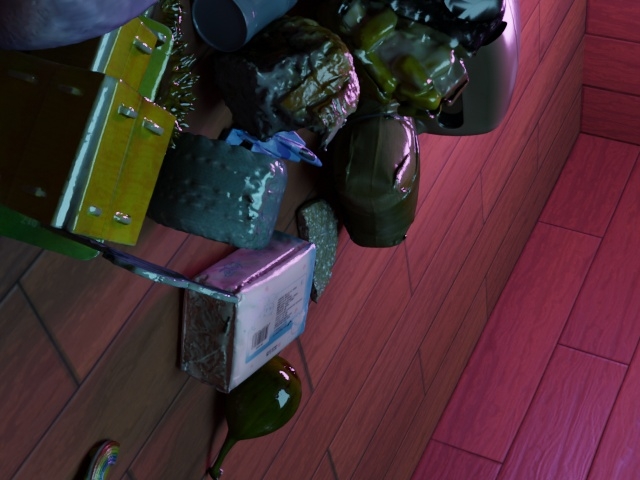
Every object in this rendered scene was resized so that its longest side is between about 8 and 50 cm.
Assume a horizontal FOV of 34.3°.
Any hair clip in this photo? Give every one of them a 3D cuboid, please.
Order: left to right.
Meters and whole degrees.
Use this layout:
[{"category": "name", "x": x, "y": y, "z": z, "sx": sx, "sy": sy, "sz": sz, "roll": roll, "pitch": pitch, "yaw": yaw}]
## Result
[{"category": "hair clip", "x": -0.360, "y": 0.387, "z": 1.585, "sx": 0.188, "sy": 0.033, "sz": 0.060, "roll": -63, "pitch": 154, "yaw": -24}]

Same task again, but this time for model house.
[{"category": "model house", "x": -0.202, "y": -0.107, "z": 1.101, "sx": 0.340, "sy": 0.323, "sz": 0.300, "roll": 20, "pitch": 89, "yaw": -22}]

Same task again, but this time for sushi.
[{"category": "sushi", "x": -0.049, "y": -0.248, "z": 1.585, "sx": 0.184, "sy": 0.274, "sz": 0.139, "roll": -30, "pitch": 123, "yaw": -16}, {"category": "sushi", "x": 0.129, "y": -0.382, "z": 1.823, "sx": 0.327, "sy": 0.328, "sz": 0.285, "roll": 20, "pitch": 99, "yaw": -29}]

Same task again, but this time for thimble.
[{"category": "thimble", "x": -0.147, "y": -0.072, "z": 1.518, "sx": 0.198, "sy": 0.235, "sz": 0.143, "roll": 14, "pitch": 94, "yaw": -32}]

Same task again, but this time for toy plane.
[{"category": "toy plane", "x": -0.073, "y": -0.172, "z": 1.785, "sx": 0.246, "sy": 0.078, "sz": 0.169, "roll": 26, "pitch": 82, "yaw": -60}]

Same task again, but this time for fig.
[{"category": "fig", "x": -0.149, "y": 0.327, "z": 1.951, "sx": 0.259, "sy": 0.151, "sz": 0.151, "roll": -45, "pitch": 155, "yaw": 3}]

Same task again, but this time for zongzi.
[{"category": "zongzi", "x": 0.117, "y": -0.198, "z": 2.141, "sx": 0.356, "sy": 0.174, "sz": 0.393, "roll": 80, "pitch": 11, "yaw": -66}]

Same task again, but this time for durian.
[{"category": "durian", "x": -0.247, "y": -0.189, "z": 1.360, "sx": 0.306, "sy": 0.166, "sz": 0.172, "roll": -59, "pitch": -177, "yaw": -17}]

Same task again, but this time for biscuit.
[{"category": "biscuit", "x": 0.002, "y": 0.001, "z": 2.130, "sx": 0.133, "sy": 0.032, "sz": 0.250, "roll": -54, "pitch": 149, "yaw": -40}]

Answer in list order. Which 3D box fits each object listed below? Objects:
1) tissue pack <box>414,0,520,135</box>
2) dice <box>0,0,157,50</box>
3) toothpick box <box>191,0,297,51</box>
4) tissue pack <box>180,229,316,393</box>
[{"category": "tissue pack", "x": 0.279, "y": -0.398, "z": 2.171, "sx": 0.387, "sy": 0.267, "sz": 0.277, "roll": 77, "pitch": 24, "yaw": -53}, {"category": "dice", "x": -0.281, "y": -0.357, "z": 0.978, "sx": 0.271, "sy": 0.270, "sz": 0.270, "roll": -52, "pitch": 149, "yaw": -40}, {"category": "toothpick box", "x": -0.111, "y": -0.361, "z": 1.562, "sx": 0.153, "sy": 0.101, "sz": 0.101, "roll": -48, "pitch": 146, "yaw": -43}, {"category": "tissue pack", "x": -0.124, "y": 0.116, "z": 1.816, "sx": 0.271, "sy": 0.124, "sz": 0.201, "roll": -35, "pitch": 135, "yaw": -56}]
